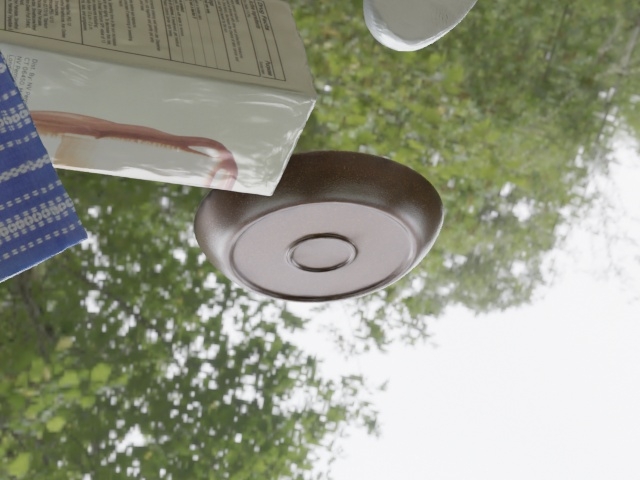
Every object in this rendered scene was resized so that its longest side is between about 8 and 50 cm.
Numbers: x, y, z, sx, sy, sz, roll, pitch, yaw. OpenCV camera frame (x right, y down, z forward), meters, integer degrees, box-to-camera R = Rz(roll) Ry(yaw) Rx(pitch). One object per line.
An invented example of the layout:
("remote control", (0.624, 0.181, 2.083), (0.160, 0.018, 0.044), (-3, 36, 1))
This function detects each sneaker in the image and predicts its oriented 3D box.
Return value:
("sneaker", (0.073, -0.205, 0.761), (0.080, 0.094, 0.212), (26, -122, -10))

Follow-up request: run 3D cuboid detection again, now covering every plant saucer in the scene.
("plant saucer", (0.000, 0.000, 1.279), (0.310, 0.310, 0.050), (2, -123, -12))

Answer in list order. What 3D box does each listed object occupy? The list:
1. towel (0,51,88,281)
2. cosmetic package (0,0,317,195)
("towel", (-0.326, -0.102, 0.692), (0.243, 0.336, 0.040), (-28, -169, -29))
("cosmetic package", (-0.171, -0.148, 0.911), (0.296, 0.129, 0.153), (7, -137, -22))
